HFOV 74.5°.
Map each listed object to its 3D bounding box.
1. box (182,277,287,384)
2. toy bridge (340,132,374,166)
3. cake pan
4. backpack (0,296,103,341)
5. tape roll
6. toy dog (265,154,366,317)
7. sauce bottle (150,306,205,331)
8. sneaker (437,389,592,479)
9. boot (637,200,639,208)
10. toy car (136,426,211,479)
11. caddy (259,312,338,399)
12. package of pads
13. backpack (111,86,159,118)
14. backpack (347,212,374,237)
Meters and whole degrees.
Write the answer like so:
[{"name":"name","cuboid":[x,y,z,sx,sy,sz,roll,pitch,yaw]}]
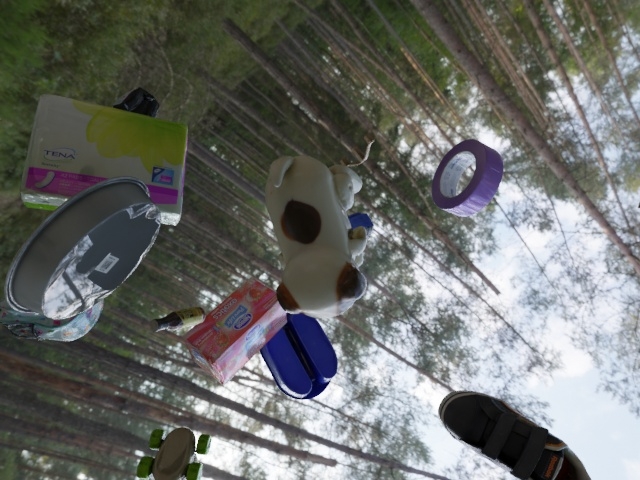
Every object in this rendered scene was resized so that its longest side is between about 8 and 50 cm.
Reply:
[{"name":"box","cuboid":[-0.261,0.282,1.343,0.154,0.142,0.300,27,-130,28]},{"name":"toy bridge","cuboid":[0.142,-0.318,1.547,0.026,0.063,0.188,-36,179,-36]},{"name":"cake pan","cuboid":[-0.391,0.021,0.737,0.293,0.054,0.293,-53,177,-4]},{"name":"backpack","cuboid":[-0.630,0.149,0.999,0.144,0.188,0.166,105,-3,-47]},{"name":"tape roll","cuboid":[0.538,-0.231,1.565,0.275,0.090,0.275,-50,-150,42]},{"name":"toy dog","cuboid":[0.000,0.000,1.119,0.285,0.395,0.408,-11,-109,5]},{"name":"sauce bottle","cuboid":[-0.309,0.173,0.918,0.042,0.128,0.042,1,-87,28]},{"name":"sneaker","cuboid":[0.407,0.419,0.869,0.126,0.321,0.127,-64,180,-2]},{"name":"boot","cuboid":[0.839,-0.045,0.961,0.089,0.269,0.236,-85,-164,-53]},{"name":"toy car","cuboid":[-0.381,0.616,1.134,0.149,0.155,0.188,-81,177,-55]},{"name":"caddy","cuboid":[-0.085,0.427,1.589,0.241,0.341,0.179,-25,167,-21]},{"name":"package of pads","cuboid":[-0.441,-0.168,0.891,0.101,0.296,0.229,148,-54,-61]},{"name":"backpack","cuboid":[-0.617,-0.412,1.376,0.115,0.152,0.182,0,-121,32]},{"name":"backpack","cuboid":[0.131,-0.049,1.521,0.098,0.101,0.120,-25,165,-17]}]
